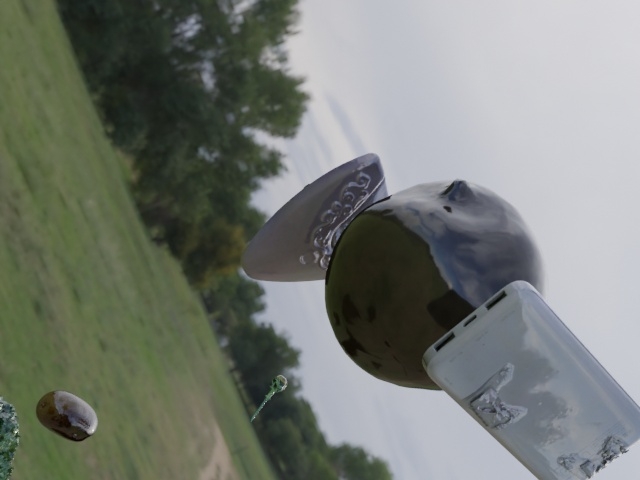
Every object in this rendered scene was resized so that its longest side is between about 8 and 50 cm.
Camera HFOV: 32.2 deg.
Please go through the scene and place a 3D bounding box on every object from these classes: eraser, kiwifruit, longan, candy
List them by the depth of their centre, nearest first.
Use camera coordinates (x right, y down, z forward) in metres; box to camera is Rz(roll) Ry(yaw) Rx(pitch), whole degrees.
[{"bbox_3d":[0.156,0.058,1.460,0.297,0.297,0.297,157,-90,-83],"label":"longan"},{"bbox_3d":[-0.078,0.234,1.637,0.023,0.083,0.025,42,-18,-16],"label":"candy"},{"bbox_3d":[0.001,0.001,1.641,0.059,0.243,0.204,-123,-169,-48],"label":"eraser"},{"bbox_3d":[-0.423,0.292,1.849,0.124,0.075,0.075,44,14,-51],"label":"kiwifruit"}]

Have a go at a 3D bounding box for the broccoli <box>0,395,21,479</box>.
[{"bbox_3d":[-0.555,0.283,1.537,0.269,0.261,0.241,43,0,-8],"label":"broccoli"}]

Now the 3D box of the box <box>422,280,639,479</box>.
[{"bbox_3d":[0.240,0.167,1.200,0.285,0.142,0.044,44,13,-30],"label":"box"}]
